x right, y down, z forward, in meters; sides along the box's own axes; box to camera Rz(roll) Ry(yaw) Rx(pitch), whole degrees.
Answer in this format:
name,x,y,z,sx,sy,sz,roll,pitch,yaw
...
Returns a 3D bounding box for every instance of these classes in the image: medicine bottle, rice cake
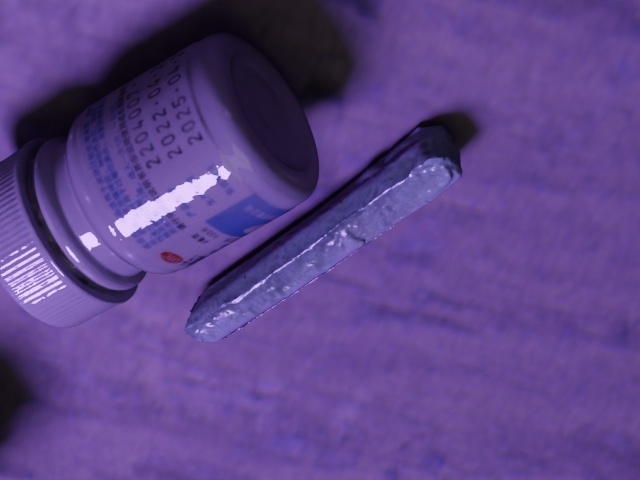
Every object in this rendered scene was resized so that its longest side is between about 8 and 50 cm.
name,x,y,z,sx,sy,sz,roll,pitch,yaw
medicine bottle,-0.093,-0.031,0.995,0.168,0.105,0.105,-28,127,22
rice cake,-0.001,0.000,1.073,0.207,0.033,0.033,-36,125,27
